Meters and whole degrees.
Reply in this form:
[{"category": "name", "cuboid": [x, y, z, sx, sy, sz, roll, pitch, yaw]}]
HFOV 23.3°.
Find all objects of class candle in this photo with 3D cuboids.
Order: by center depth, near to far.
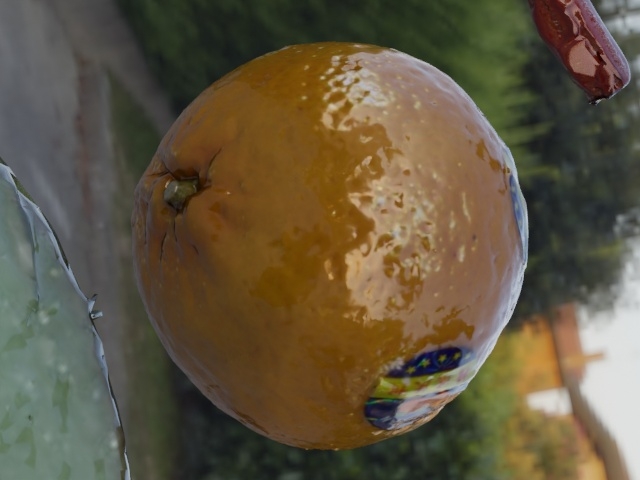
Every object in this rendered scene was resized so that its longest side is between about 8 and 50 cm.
[{"category": "candle", "cuboid": [0.173, -0.173, 1.116, 0.162, 0.053, 0.048, 58, -23, -11]}]

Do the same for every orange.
[{"category": "orange", "cuboid": [0.002, 0.002, 0.667, 0.177, 0.155, 0.177, 30, -55, 56]}]

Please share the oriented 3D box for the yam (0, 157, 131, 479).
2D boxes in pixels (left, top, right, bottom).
[{"category": "yam", "cuboid": [-0.179, 0.089, 0.346, 0.201, 0.271, 0.202, 46, 41, -7]}]
